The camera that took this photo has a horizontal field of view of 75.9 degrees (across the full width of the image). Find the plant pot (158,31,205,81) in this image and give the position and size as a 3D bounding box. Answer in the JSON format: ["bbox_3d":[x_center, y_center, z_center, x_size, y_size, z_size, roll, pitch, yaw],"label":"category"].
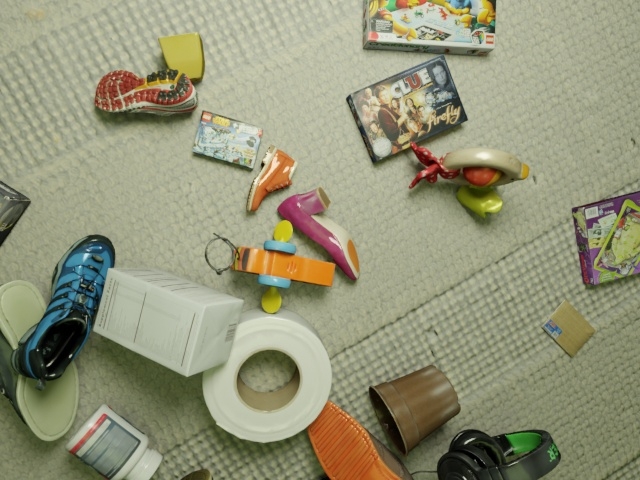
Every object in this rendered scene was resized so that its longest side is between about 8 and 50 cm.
[{"bbox_3d":[-0.283,-0.379,0.864,0.081,0.081,0.083,-12,105,-7],"label":"plant pot"}]

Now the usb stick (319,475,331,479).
[{"bbox_3d":[0.008,0.627,1.009,0.277,0.045,0.077,-25,97,-6],"label":"usb stick"}]

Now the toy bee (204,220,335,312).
[{"bbox_3d":[-0.122,0.039,0.903,0.298,0.162,0.195,39,68,-29],"label":"toy bee"}]

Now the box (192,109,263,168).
[{"bbox_3d":[-0.204,-0.223,0.913,0.136,0.027,0.094,15,94,-10],"label":"box"}]

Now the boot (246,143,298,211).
[{"bbox_3d":[-0.110,-0.126,0.922,0.084,0.059,0.158,27,90,-15],"label":"boot"}]

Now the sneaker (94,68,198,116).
[{"bbox_3d":[-0.363,-0.293,0.856,0.225,0.093,0.088,4,81,8],"label":"sneaker"}]

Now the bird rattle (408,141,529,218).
[{"bbox_3d":[0.331,-0.164,0.913,0.253,0.207,0.143,24,74,-24],"label":"bird rattle"}]

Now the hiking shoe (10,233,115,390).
[{"bbox_3d":[-0.480,0.132,0.816,0.113,0.132,0.304,35,65,-45],"label":"hiking shoe"}]

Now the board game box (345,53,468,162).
[{"bbox_3d":[0.203,-0.306,0.958,0.243,0.042,0.165,-25,98,-6],"label":"board game box"}]

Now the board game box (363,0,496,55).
[{"bbox_3d":[0.251,-0.538,0.940,0.305,0.053,0.193,-1,95,-8],"label":"board game box"}]

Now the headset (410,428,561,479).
[{"bbox_3d":[0.369,0.566,0.968,0.394,0.243,0.185,-29,71,23],"label":"headset"}]

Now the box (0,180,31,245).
[{"bbox_3d":[-0.849,-0.061,0.797,0.394,0.097,0.318,35,86,-9],"label":"box"}]

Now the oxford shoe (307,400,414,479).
[{"bbox_3d":[0.107,0.522,0.959,0.130,0.132,0.364,-46,71,4],"label":"oxford shoe"}]

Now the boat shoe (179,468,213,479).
[{"bbox_3d":[-0.329,0.616,0.945,0.223,0.080,0.073,-35,104,1],"label":"boat shoe"}]

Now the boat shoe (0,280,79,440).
[{"bbox_3d":[-0.618,0.253,0.854,0.113,0.127,0.340,-9,105,23],"label":"boat shoe"}]

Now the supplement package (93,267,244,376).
[{"bbox_3d":[-0.304,0.151,0.827,0.244,0.134,0.139,17,93,21],"label":"supplement package"}]

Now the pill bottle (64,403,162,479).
[{"bbox_3d":[-0.443,0.455,0.895,0.180,0.108,0.108,43,88,-9],"label":"pill bottle"}]

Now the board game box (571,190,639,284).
[{"bbox_3d":[0.840,-0.025,1.077,0.346,0.056,0.208,-13,93,-7],"label":"board game box"}]

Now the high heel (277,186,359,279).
[{"bbox_3d":[0.000,0.000,0.953,0.117,0.082,0.244,-20,115,25],"label":"high heel"}]

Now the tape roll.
[{"bbox_3d":[-0.120,0.301,0.935,0.286,0.100,0.286,-1,95,-9],"label":"tape roll"}]

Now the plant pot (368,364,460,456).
[{"bbox_3d":[0.226,0.388,0.969,0.165,0.167,0.167,-22,98,-13],"label":"plant pot"}]

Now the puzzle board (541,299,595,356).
[{"bbox_3d":[0.657,0.233,1.089,0.128,0.011,0.096,43,89,-9],"label":"puzzle board"}]
